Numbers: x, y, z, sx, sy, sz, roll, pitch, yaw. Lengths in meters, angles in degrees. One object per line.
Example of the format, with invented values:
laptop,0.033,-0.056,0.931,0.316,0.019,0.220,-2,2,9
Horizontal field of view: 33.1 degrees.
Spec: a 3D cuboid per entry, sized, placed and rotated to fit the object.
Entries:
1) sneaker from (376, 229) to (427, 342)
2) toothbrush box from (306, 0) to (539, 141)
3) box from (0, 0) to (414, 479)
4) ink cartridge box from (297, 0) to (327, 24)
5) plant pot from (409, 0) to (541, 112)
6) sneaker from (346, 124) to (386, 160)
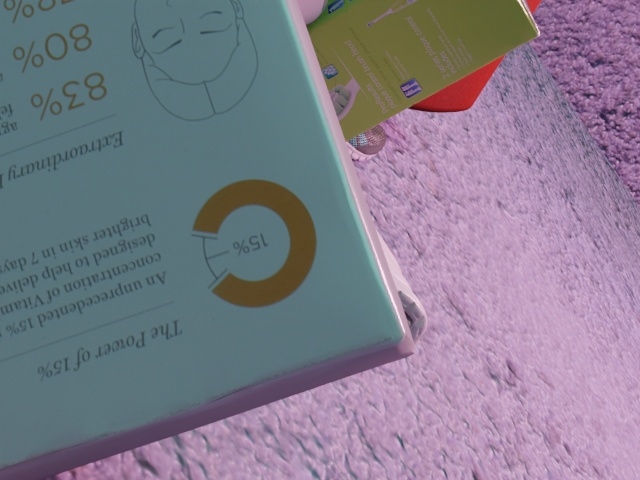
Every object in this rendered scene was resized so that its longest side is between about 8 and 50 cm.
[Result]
sneaker,0.000,0.000,0.939,0.232,0.090,0.115,50,15,-31
toothbrush box,0.040,-0.215,1.023,0.122,0.283,0.206,52,20,-32
box,-0.111,-0.077,0.520,0.168,0.215,0.345,48,24,-79
ink cartridge box,-0.132,-0.297,0.884,0.117,0.201,0.278,114,-47,-70
plant pot,0.092,-0.308,1.266,0.267,0.267,0.236,40,33,13
sneaker,0.035,-0.140,1.189,0.166,0.076,0.065,18,43,-54
